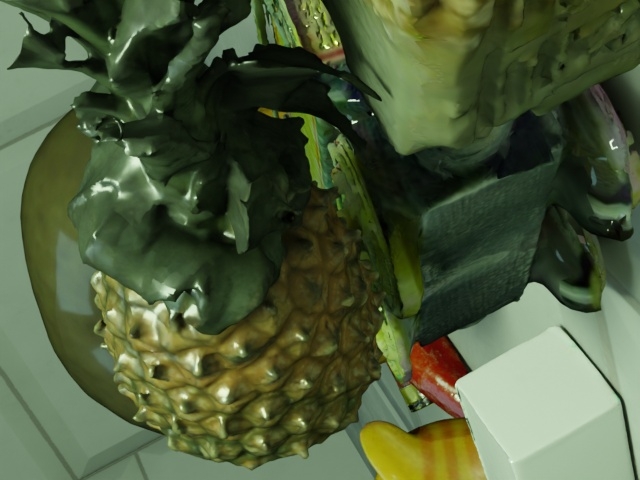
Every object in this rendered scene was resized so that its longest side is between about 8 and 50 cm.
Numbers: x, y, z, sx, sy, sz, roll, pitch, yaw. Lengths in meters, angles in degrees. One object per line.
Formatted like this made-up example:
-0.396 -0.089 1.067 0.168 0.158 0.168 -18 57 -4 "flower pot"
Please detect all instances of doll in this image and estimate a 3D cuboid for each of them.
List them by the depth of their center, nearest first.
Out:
0.129 0.256 1.100 0.270 0.166 0.162 75 179 -51 "doll"

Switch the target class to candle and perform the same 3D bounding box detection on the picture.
0.087 0.111 1.377 0.131 0.052 0.052 63 174 5 "candle"

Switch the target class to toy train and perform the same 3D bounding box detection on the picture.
0.057 -0.043 0.637 0.261 0.134 0.177 81 168 -69 "toy train"

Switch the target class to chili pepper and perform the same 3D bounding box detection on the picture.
0.089 0.101 1.268 0.272 0.071 0.063 44 122 55 "chili pepper"

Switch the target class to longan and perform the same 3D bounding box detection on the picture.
-0.119 0.013 1.272 0.361 0.361 0.361 61 174 12 "longan"

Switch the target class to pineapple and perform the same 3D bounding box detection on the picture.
-0.035 -0.016 0.448 0.125 0.125 0.251 58 168 35 "pineapple"

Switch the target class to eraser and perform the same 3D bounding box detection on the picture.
0.169 0.189 0.908 0.076 0.078 0.298 55 170 45 "eraser"

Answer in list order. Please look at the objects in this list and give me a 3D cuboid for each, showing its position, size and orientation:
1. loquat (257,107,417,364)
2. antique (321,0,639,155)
0.000 0.000 0.952 0.208 0.208 0.208 61 174 12 "loquat"
0.014 -0.181 0.399 0.284 0.125 0.150 60 173 18 "antique"
